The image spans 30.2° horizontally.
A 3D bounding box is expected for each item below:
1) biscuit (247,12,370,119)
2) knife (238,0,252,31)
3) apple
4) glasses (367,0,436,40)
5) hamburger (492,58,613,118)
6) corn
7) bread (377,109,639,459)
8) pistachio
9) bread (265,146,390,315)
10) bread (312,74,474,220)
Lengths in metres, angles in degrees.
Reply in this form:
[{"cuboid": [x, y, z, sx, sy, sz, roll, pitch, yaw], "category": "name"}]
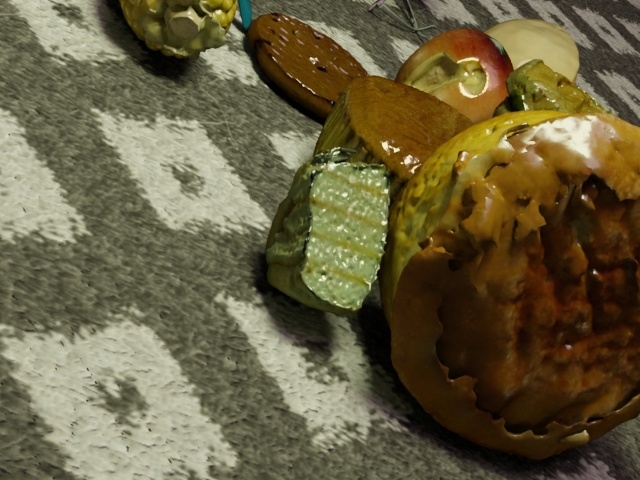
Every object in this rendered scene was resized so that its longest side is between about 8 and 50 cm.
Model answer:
[{"cuboid": [-0.005, -0.221, 1.555, 0.212, 0.036, 0.212, 30, 30, -19], "category": "biscuit"}, {"cuboid": [-0.118, -0.409, 1.504, 0.026, 0.297, 0.044, -10, 22, -4], "category": "knife"}, {"cuboid": [0.180, -0.176, 1.569, 0.199, 0.199, 0.199, 29, 30, -18], "category": "apple"}, {"cuboid": [0.141, -0.366, 1.951, 0.104, 0.062, 0.140, 57, 26, -12], "category": "glasses"}, {"cuboid": [0.308, -0.070, 1.421, 0.265, 0.134, 0.285, 12, 41, -47], "category": "hamburger"}, {"cuboid": [-0.181, -0.350, 1.432, 0.143, 0.144, 0.387, 21, 31, -29], "category": "corn"}, {"cuboid": [0.218, 0.036, 1.173, 0.358, 0.337, 0.204, 25, 7, -29], "category": "bread"}, {"cuboid": [0.304, -0.241, 1.790, 0.187, 0.187, 0.299, 36, 32, -5], "category": "pistachio"}, {"cuboid": [0.001, -0.005, 1.152, 0.103, 0.110, 0.156, 23, 70, -22], "category": "bread"}, {"cuboid": [0.102, -0.076, 1.360, 0.227, 0.142, 0.253, 29, 31, -4], "category": "bread"}]
